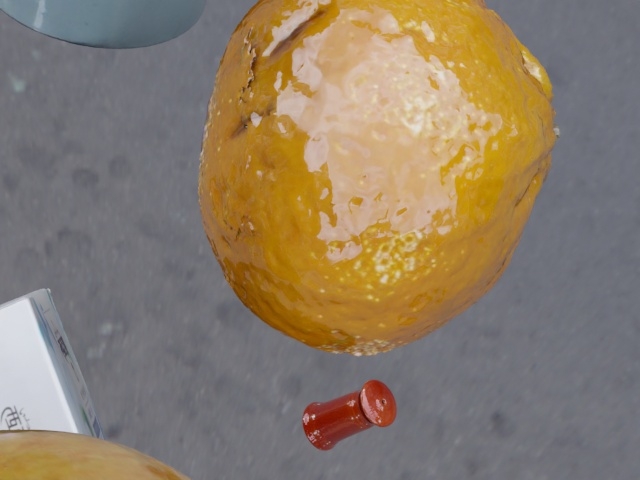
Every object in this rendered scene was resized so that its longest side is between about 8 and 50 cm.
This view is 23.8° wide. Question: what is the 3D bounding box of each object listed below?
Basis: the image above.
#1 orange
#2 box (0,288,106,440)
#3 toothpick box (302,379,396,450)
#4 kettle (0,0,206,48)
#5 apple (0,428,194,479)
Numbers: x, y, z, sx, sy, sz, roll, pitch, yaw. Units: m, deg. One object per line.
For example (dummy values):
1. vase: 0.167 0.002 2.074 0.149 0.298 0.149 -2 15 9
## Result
1. orange: 0.019 -0.028 0.510 0.117 0.135 0.135 10 67 15
2. box: -0.246 0.154 1.252 0.116 0.274 0.203 -22 92 -7
3. toothpick box: 0.028 0.158 1.381 0.047 0.083 0.047 25 53 -38
4. kettle: -0.151 -0.270 0.947 0.210 0.243 0.160 15 43 -5
5. apple: -0.175 0.294 0.799 0.391 0.346 0.391 -17 39 14
